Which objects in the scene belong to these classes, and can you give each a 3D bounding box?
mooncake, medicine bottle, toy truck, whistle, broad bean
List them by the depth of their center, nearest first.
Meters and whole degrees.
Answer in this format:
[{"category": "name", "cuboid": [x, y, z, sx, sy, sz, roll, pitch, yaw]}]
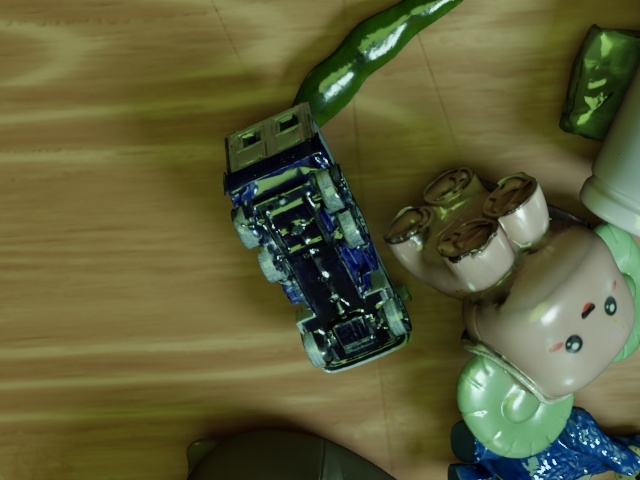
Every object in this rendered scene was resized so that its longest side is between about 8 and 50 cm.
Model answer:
[{"category": "medicine bottle", "cuboid": [0.369, -0.128, 1.447, 0.133, 0.133, 0.249, 20, 107, -2]}, {"category": "mooncake", "cuboid": [0.329, -0.164, 1.537, 0.130, 0.073, 0.125, 10, 108, -9]}, {"category": "toy truck", "cuboid": [0.000, 0.000, 1.551, 0.124, 0.155, 0.268, -22, 123, 8]}, {"category": "broad bean", "cuboid": [0.049, -0.203, 1.559, 0.297, 0.043, 0.060, -40, 107, 10]}, {"category": "whistle", "cuboid": [0.215, -0.039, 1.596, 0.176, 0.033, 0.033, 21, 104, -3]}]

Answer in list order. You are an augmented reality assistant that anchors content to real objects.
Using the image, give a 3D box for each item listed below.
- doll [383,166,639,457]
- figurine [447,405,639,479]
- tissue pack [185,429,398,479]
[{"category": "doll", "cuboid": [0.222, 0.066, 1.521, 0.284, 0.216, 0.268, -42, 118, -19]}, {"category": "figurine", "cuboid": [0.266, 0.246, 1.628, 0.262, 0.120, 0.164, 12, 121, -20]}, {"category": "tissue pack", "cuboid": [-0.075, 0.410, 1.599, 0.277, 0.267, 0.387, 22, 105, -6]}]
